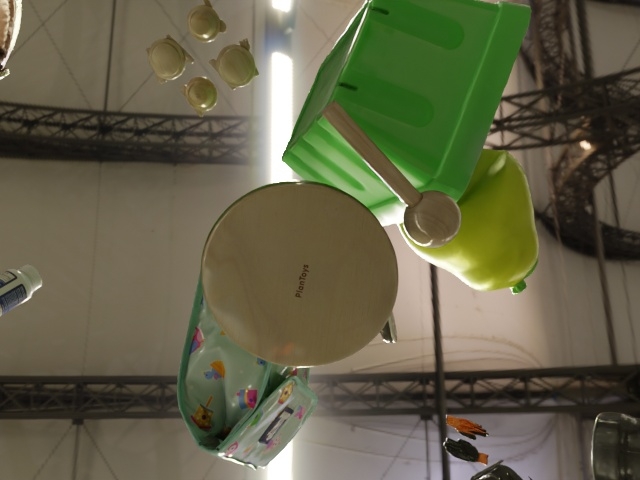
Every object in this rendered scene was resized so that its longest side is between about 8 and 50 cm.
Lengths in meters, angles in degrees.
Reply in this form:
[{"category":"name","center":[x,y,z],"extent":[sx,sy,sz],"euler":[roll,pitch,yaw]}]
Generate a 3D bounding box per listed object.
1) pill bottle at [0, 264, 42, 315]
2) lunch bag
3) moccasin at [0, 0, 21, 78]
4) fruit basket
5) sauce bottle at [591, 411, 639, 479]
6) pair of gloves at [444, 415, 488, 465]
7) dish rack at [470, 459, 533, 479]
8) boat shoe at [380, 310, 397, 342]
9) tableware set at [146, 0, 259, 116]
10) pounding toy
[{"category":"pill bottle","center":[-0.580,0.095,1.218],"extent":[0.120,0.067,0.067],"euler":[-40,-77,-45]},{"category":"lunch bag","center":[-0.094,0.183,0.934],"extent":[0.223,0.160,0.263],"euler":[64,-151,-65]},{"category":"moccasin","center":[-0.375,-0.128,0.591],"extent":[0.139,0.380,0.147],"euler":[19,-132,-44]},{"category":"fruit basket","center":[0.156,-0.110,0.862],"extent":[0.392,0.392,0.283],"euler":[28,-100,-31]},{"category":"sauce bottle","center":[0.387,0.178,0.488],"extent":[0.111,0.344,0.112],"euler":[4,-95,-56]},{"category":"pair of gloves","center":[0.237,0.323,1.070],"extent":[0.074,0.010,0.083],"euler":[18,-144,3]},{"category":"dish rack","center":[0.171,0.331,0.642],"extent":[0.271,0.074,0.208],"euler":[-13,-124,-36]},{"category":"boat shoe","center":[0.128,0.138,1.756],"extent":[0.112,0.095,0.335],"euler":[65,-169,-49]},{"category":"tableware set","center":[-0.186,-0.281,1.036],"extent":[0.141,0.168,0.020],"euler":[54,-153,-11]},{"category":"pounding toy","center":[0.000,0.000,0.643],"extent":[0.183,0.237,0.110],"euler":[40,-164,-11]}]
